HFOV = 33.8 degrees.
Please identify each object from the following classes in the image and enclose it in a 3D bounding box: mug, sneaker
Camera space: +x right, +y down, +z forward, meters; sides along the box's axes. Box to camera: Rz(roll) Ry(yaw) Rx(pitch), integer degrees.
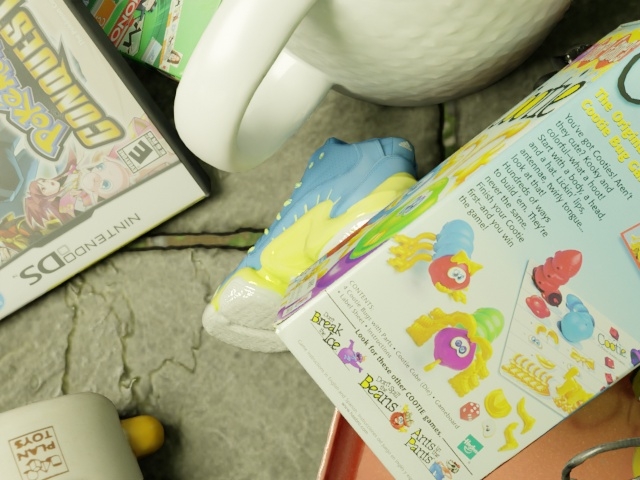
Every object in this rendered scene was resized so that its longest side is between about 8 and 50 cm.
[{"bbox_3d":[0.031,-0.205,0.693,0.276,0.328,0.374,36,92,4],"label":"mug"},{"bbox_3d":[0.000,0.000,0.819,0.240,0.091,0.126,-29,40,40],"label":"sneaker"}]

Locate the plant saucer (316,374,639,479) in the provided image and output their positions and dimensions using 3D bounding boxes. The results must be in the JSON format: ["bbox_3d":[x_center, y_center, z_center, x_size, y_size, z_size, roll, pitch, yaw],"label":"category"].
[{"bbox_3d":[0.148,0.120,0.803,0.258,0.048,0.259,14,87,14],"label":"plant saucer"}]

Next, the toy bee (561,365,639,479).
[{"bbox_3d":[0.266,0.094,0.665,0.195,0.298,0.162,-27,47,22],"label":"toy bee"}]

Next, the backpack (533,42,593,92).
[{"bbox_3d":[0.246,-0.093,0.760,0.182,0.152,0.115,-17,86,-1],"label":"backpack"}]

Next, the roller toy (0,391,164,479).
[{"bbox_3d":[-0.232,0.202,0.811,0.209,0.191,0.146,-25,79,10],"label":"roller toy"}]

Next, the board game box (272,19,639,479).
[{"bbox_3d":[0.126,0.008,0.632,0.275,0.142,0.144,-38,96,7],"label":"board game box"}]

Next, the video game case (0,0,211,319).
[{"bbox_3d":[-0.266,-0.084,0.848,0.248,0.035,0.275,-30,116,9],"label":"video game case"}]

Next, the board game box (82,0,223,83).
[{"bbox_3d":[-0.133,-0.314,0.910,0.213,0.046,0.317,25,91,13],"label":"board game box"}]
